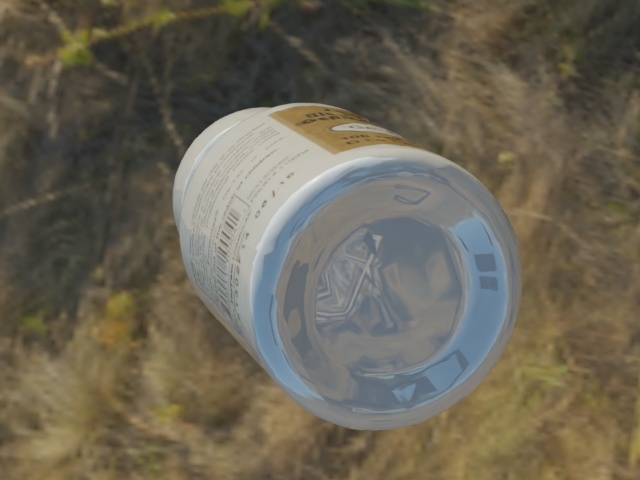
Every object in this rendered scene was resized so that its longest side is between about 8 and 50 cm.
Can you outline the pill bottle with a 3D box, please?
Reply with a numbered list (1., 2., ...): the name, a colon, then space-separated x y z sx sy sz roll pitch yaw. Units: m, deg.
1. pill bottle: 0.000 0.000 0.906 0.229 0.131 0.131 -143 71 -68
